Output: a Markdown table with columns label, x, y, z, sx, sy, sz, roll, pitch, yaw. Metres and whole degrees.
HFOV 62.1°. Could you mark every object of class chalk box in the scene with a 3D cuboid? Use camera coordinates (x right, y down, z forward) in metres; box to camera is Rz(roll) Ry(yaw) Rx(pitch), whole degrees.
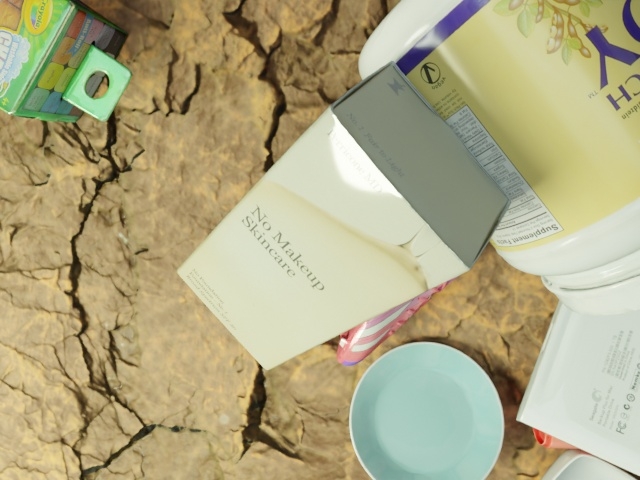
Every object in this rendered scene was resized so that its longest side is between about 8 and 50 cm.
| label | x | y | z | sx | sy | sz | roll | pitch | yaw |
| --- | --- | --- | --- | --- | --- | --- | --- | --- | --- |
| chalk box | -0.312 | -0.215 | 0.571 | 0.213 | 0.132 | 0.132 | 34 | 99 | -2 |

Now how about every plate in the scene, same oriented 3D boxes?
| label | x | y | z | sx | sy | sz | roll | pitch | yaw |
| --- | --- | --- | --- | --- | --- | --- | --- | --- | --- |
| plate | 0.128 | 0.219 | 0.649 | 0.188 | 0.024 | 0.188 | 0 | 80 | -2 |

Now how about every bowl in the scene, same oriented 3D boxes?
| label | x | y | z | sx | sy | sz | roll | pitch | yaw |
| --- | --- | --- | --- | --- | --- | --- | --- | --- | --- |
| bowl | 0.329 | 0.333 | 0.662 | 0.142 | 0.053 | 0.142 | 31 | 98 | -3 |

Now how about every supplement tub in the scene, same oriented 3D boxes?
| label | x | y | z | sx | sy | sz | roll | pitch | yaw |
| --- | --- | --- | --- | --- | --- | --- | --- | --- | --- |
| supplement tub | 0.223 | -0.119 | 0.507 | 0.241 | 0.241 | 0.331 | -40 | 95 | 7 |

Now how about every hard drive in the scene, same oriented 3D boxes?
| label | x | y | z | sx | sy | sz | roll | pitch | yaw |
| --- | --- | --- | --- | --- | --- | --- | --- | --- | --- |
| hard drive | 0.399 | 0.166 | 0.571 | 0.307 | 0.040 | 0.203 | 22 | 79 | 16 |

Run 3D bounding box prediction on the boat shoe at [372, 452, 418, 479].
| label | x | y | z | sx | sy | sz | roll | pitch | yaw |
| --- | --- | --- | --- | --- | --- | --- | --- | --- | --- |
| boat shoe | 0.082 | 0.311 | 0.675 | 0.038 | 0.046 | 0.125 | 25 | 107 | -6 |

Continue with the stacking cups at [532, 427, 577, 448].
| label | x | y | z | sx | sy | sz | roll | pitch | yaw |
| --- | --- | --- | --- | --- | --- | --- | --- | --- | --- |
| stacking cups | 0.417 | 0.216 | 0.619 | 0.316 | 0.096 | 0.096 | -4 | 98 | 3 |

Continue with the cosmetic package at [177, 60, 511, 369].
| label | x | y | z | sx | sy | sz | roll | pitch | yaw |
| --- | --- | --- | --- | --- | --- | --- | --- | --- | --- |
| cosmetic package | 0.000 | 0.000 | 0.515 | 0.160 | 0.113 | 0.309 | 48 | 138 | -3 |

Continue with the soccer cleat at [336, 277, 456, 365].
| label | x | y | z | sx | sy | sz | roll | pitch | yaw |
| --- | --- | --- | --- | --- | --- | --- | --- | --- | --- |
| soccer cleat | 0.105 | 0.051 | 0.621 | 0.095 | 0.083 | 0.248 | 29 | 96 | -6 |
